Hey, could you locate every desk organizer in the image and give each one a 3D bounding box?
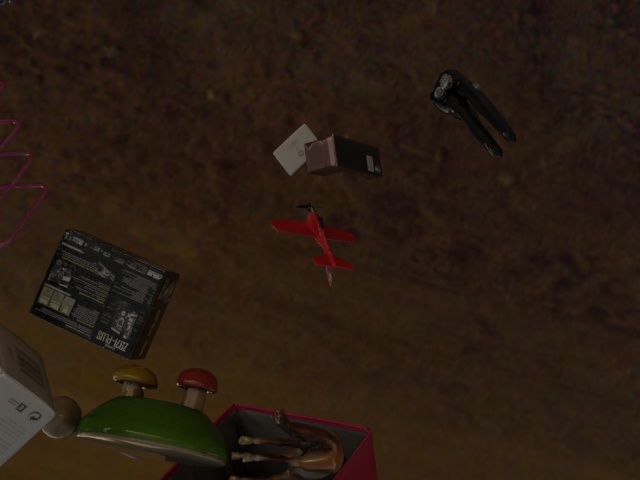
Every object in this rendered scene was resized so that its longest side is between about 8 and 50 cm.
[{"bbox_3d":[0.033,-0.114,1.705,0.050,0.047,0.130,-13,168,30],"label":"desk organizer"}]

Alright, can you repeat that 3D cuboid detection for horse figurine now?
[{"bbox_3d":[-0.031,0.298,1.663,0.175,0.066,0.263,1,156,-10],"label":"horse figurine"}]

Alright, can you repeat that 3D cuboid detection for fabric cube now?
[{"bbox_3d":[-0.071,0.434,1.792,0.254,0.259,0.258,7,119,28],"label":"fabric cube"}]

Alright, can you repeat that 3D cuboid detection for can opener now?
[{"bbox_3d":[0.198,-0.165,1.532,0.073,0.059,0.186,20,-161,-31],"label":"can opener"}]

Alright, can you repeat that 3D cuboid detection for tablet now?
[{"bbox_3d":[-0.041,-0.161,2.125,0.054,0.083,0.006,52,161,-20],"label":"tablet"}]

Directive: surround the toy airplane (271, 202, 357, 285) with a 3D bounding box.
[{"bbox_3d":[0.000,0.000,1.779,0.151,0.151,0.028,28,129,-12],"label":"toy airplane"}]

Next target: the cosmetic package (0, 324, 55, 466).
[{"bbox_3d":[-0.387,0.203,1.237,0.085,0.231,0.117,46,-177,-32],"label":"cosmetic package"}]

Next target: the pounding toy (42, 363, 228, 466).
[{"bbox_3d":[-0.210,0.202,1.452,0.237,0.110,0.183,-6,157,44],"label":"pounding toy"}]

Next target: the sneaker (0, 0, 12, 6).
[{"bbox_3d":[-0.268,-0.231,1.026,0.144,0.059,0.053,-8,174,43],"label":"sneaker"}]

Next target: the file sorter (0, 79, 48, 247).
[{"bbox_3d":[-0.598,-0.148,1.964,0.182,0.202,0.290,-3,126,18],"label":"file sorter"}]

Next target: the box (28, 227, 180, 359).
[{"bbox_3d":[-0.332,0.083,1.853,0.180,0.147,0.077,23,179,11],"label":"box"}]
